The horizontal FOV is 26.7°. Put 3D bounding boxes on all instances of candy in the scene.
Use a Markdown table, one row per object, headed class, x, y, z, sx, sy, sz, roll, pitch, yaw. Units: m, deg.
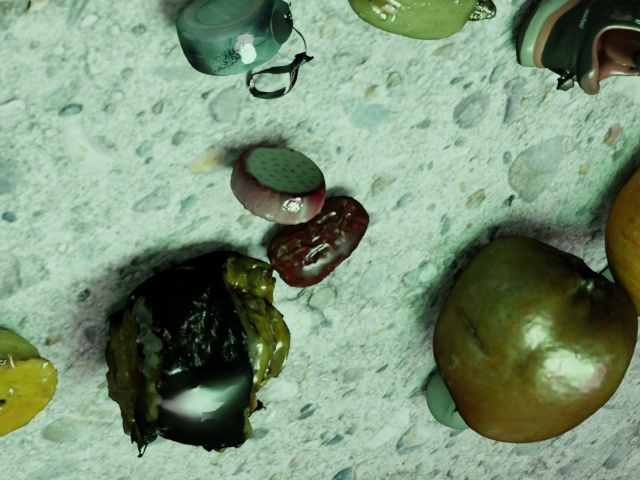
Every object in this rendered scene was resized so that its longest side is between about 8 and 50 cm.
| class | x | y | z | sx | sy | sz | roll | pitch | yaw |
| --- | --- | --- | --- | --- | --- | --- | --- | --- | --- |
| candy | -0.044 | -0.060 | 1.421 | 0.103 | 0.103 | 0.043 | -11 | 136 | -36 |

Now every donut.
| class | x | y | z | sx | sy | sz | roll | pitch | yaw |
| --- | --- | --- | --- | --- | --- | --- | --- | --- | --- |
| donut | -0.367 | 0.156 | 1.407 | 0.178 | 0.065 | 0.162 | -16 | 146 | -34 |

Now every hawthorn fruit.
| class | x | y | z | sx | sy | sz | roll | pitch | yaw |
| --- | --- | --- | --- | --- | --- | --- | --- | --- | --- |
| hawthorn fruit | 0.282 | 0.153 | 1.856 | 0.268 | 0.268 | 0.301 | 3 | 130 | -46 |

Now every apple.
| class | x | y | z | sx | sy | sz | roll | pitch | yaw |
| --- | --- | --- | --- | --- | --- | --- | --- | --- | --- |
| apple | 0.552 | -0.014 | 1.921 | 0.299 | 0.275 | 0.299 | -3 | 124 | -5 |

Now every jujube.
| class | x | y | z | sx | sy | sz | roll | pitch | yaw |
| --- | --- | --- | --- | --- | --- | --- | --- | --- | --- |
| jujube | 0.000 | 0.000 | 1.568 | 0.129 | 0.077 | 0.077 | -38 | 148 | -10 |

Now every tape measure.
| class | x | y | z | sx | sy | sz | roll | pitch | yaw |
| --- | --- | --- | --- | --- | --- | --- | --- | --- | --- |
| tape measure | -0.071 | -0.159 | 1.267 | 0.107 | 0.104 | 0.180 | -32 | 147 | -17 |

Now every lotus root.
| class | x | y | z | sx | sy | sz | roll | pitch | yaw |
| --- | --- | --- | --- | --- | --- | --- | --- | --- | --- |
| lotus root | 0.101 | -0.249 | 1.353 | 0.183 | 0.077 | 0.090 | 1 | 138 | -42 |

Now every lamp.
| class | x | y | z | sx | sy | sz | roll | pitch | yaw |
| --- | --- | --- | --- | --- | --- | --- | --- | --- | --- |
| lamp | 0.212 | 0.235 | 2.041 | 0.105 | 0.105 | 0.105 | -26 | 146 | -19 |

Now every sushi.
| class | x | y | z | sx | sy | sz | roll | pitch | yaw |
| --- | --- | --- | --- | --- | --- | --- | --- | --- | --- |
| sushi | -0.130 | 0.127 | 1.503 | 0.204 | 0.213 | 0.200 | -3 | 158 | -24 |

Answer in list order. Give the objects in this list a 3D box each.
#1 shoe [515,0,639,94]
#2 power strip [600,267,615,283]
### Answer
| class | x | y | z | sx | sy | sz | roll | pitch | yaw |
| --- | --- | --- | --- | --- | --- | --- | --- | --- | --- |
| shoe | 0.367 | -0.264 | 1.544 | 0.291 | 0.137 | 0.114 | -34 | 148 | -11 |
| power strip | 0.517 | 0.026 | 2.122 | 0.216 | 0.061 | 0.145 | -42 | 149 | 4 |
